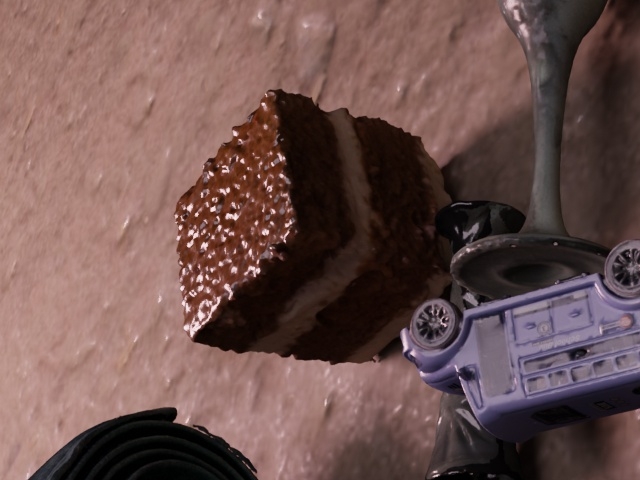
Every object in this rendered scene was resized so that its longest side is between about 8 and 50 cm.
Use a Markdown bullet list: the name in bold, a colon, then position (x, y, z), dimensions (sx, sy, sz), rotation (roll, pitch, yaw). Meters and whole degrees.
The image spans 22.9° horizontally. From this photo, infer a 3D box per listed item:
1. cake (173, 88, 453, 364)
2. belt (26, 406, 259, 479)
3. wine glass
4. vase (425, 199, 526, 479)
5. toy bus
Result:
- **cake**: position (0.000, 0.000, 1.014), dimensions (0.135, 0.147, 0.134), rotation (-43, 40, 38)
- **belt**: position (-0.116, 0.227, 1.020), dimensions (0.116, 0.206, 0.267), rotation (-45, 29, 37)
- **wine glass**: position (0.206, -0.132, 0.879), dimensions (0.264, 0.096, 0.309), rotation (-7, 65, 29)
- **vase**: position (0.092, 0.062, 0.925), dimensions (0.059, 0.059, 0.167), rotation (-25, 55, 50)
- **toy bus**: position (0.126, 0.057, 0.821), dimensions (0.167, 0.073, 0.076), rotation (-19, 64, 29)
